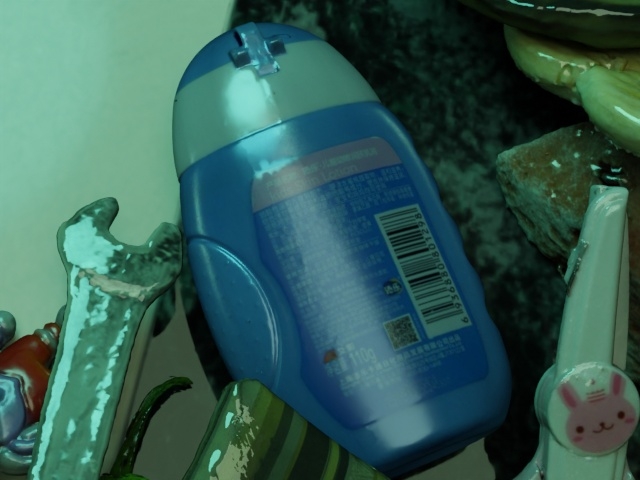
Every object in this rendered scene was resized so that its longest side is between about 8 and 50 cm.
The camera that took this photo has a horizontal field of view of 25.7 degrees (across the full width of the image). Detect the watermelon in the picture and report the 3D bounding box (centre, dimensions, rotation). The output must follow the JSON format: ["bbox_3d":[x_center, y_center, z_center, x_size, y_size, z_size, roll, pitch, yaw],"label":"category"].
[{"bbox_3d":[0.197,0.019,0.779,0.094,0.154,0.241,-34,66,-16],"label":"watermelon"}]

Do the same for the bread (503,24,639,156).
[{"bbox_3d":[0.200,-0.096,0.785,0.181,0.039,0.251,-18,44,-30],"label":"bread"}]

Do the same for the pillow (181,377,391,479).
[{"bbox_3d":[-0.007,0.204,0.667,0.212,0.052,0.208,37,70,-22],"label":"pillow"}]

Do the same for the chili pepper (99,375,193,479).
[{"bbox_3d":[-0.098,0.206,0.702,0.122,0.065,0.279,-4,75,-22],"label":"chili pepper"}]

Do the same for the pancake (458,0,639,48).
[{"bbox_3d":[0.158,-0.208,0.830,0.294,0.049,0.294,6,45,-6],"label":"pancake"}]

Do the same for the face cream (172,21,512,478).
[{"bbox_3d":[0.000,0.000,0.768,0.149,0.083,0.264,-19,76,-16],"label":"face cream"}]

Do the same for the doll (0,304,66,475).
[{"bbox_3d":[-0.202,0.116,0.711,0.227,0.075,0.102,-36,64,-28],"label":"doll"}]

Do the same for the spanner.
[{"bbox_3d":[-0.126,0.110,0.689,0.071,0.017,0.302,14,62,-5],"label":"spanner"}]

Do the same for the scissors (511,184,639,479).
[{"bbox_3d":[0.143,0.091,0.748,0.118,0.030,0.242,5,94,-7],"label":"scissors"}]
